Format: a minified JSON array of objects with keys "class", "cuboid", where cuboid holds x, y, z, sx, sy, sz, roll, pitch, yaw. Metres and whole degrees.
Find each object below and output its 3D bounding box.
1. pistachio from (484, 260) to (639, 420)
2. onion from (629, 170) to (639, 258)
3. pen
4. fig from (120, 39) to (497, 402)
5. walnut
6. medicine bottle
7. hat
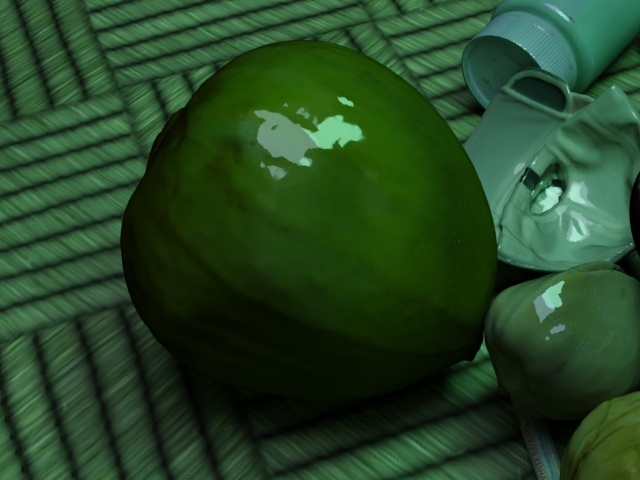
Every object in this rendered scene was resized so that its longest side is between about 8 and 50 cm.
[{"class":"pistachio","cuboid":[0.228,0.091,1.099,0.126,0.223,0.152,42,107,37]},{"class":"onion","cuboid":[0.426,0.011,1.088,0.232,0.314,0.314,-50,50,17]},{"class":"pen","cuboid":[0.204,0.216,1.084,0.028,0.028,0.239,-9,47,-4]},{"class":"fig","cuboid":[0.002,-0.012,1.123,0.343,0.343,0.343,-2,47,2]},{"class":"walnut","cuboid":[0.298,0.195,1.014,0.206,0.159,0.159,-7,47,-11]},{"class":"medicine bottle","cuboid":[0.274,-0.241,1.423,0.139,0.139,0.225,29,56,27]},{"class":"hat","cuboid":[0.225,-0.056,1.300,0.219,0.164,0.226,-50,18,-9]}]
